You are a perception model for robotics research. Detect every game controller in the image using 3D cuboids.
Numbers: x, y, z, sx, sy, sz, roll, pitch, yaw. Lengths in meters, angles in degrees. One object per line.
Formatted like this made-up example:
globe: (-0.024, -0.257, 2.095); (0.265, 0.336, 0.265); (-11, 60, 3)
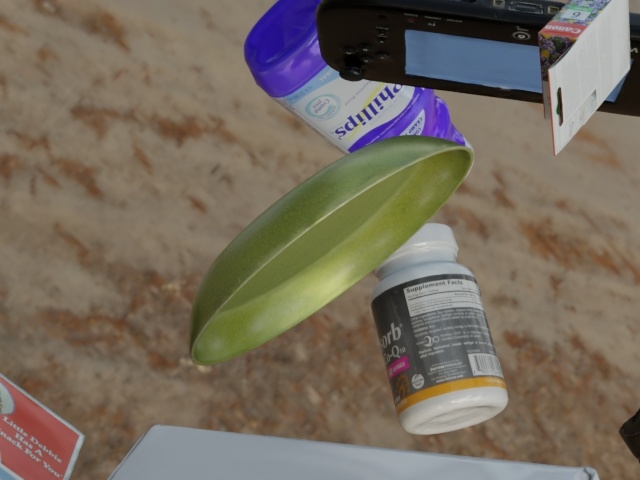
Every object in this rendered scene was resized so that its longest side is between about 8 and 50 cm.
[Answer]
game controller: (0.155, -0.150, 1.113); (0.319, 0.067, 0.166); (8, -4, 5)

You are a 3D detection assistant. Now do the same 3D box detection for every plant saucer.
plant saucer: (0.000, 0.000, 0.970); (0.037, 0.241, 0.241); (53, 28, 12)

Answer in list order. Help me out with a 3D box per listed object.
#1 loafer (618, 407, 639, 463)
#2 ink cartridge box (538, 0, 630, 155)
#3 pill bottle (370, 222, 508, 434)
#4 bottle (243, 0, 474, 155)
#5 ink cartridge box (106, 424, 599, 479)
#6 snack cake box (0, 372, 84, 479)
loafer: (0.431, 0.170, 1.701); (0.078, 0.220, 0.080); (35, 6, 35)
ink cartridge box: (0.156, -0.108, 0.861); (0.029, 0.063, 0.115); (14, 42, 32)
pill bottle: (0.162, 0.127, 2.021); (0.162, 0.162, 0.278); (12, 57, -48)
bottle: (0.050, -0.139, 1.392); (0.283, 0.118, 0.092); (36, 19, -42)
ink cartridge box: (0.044, 0.305, 0.783); (0.166, 0.285, 0.395); (-55, 135, -43)
snack cake box: (-0.354, 0.163, 1.278); (0.264, 0.089, 0.152); (39, 12, -11)
